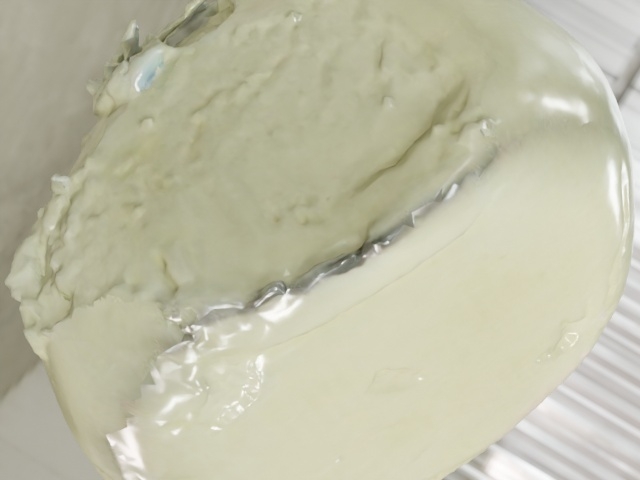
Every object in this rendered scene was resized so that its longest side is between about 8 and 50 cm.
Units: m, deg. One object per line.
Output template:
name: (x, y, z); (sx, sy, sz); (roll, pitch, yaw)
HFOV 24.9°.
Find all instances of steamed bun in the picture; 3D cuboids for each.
steamed bun: (0.000, 0.000, 0.813); (0.334, 0.233, 0.312); (-25, 145, -9)
